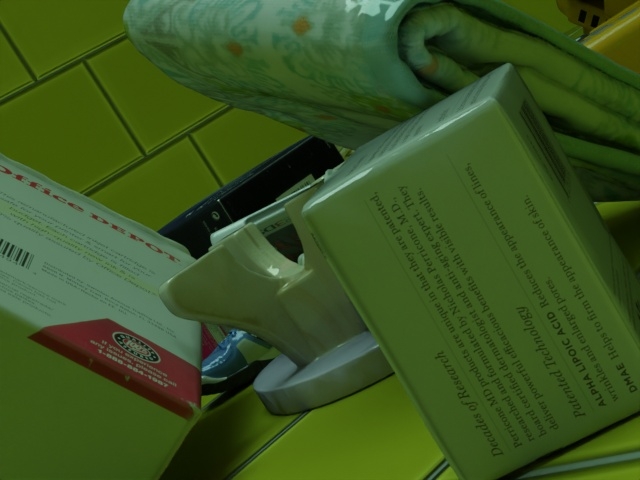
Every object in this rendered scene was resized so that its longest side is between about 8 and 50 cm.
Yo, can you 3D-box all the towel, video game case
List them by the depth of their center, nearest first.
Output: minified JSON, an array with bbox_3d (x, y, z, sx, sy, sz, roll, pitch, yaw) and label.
[{"bbox_3d":[0.079,-0.110,1.041,0.375,0.090,0.321,17,-6,-40],"label":"towel"},{"bbox_3d":[0.000,0.000,1.572,0.183,0.023,0.201,-26,-32,18],"label":"video game case"}]

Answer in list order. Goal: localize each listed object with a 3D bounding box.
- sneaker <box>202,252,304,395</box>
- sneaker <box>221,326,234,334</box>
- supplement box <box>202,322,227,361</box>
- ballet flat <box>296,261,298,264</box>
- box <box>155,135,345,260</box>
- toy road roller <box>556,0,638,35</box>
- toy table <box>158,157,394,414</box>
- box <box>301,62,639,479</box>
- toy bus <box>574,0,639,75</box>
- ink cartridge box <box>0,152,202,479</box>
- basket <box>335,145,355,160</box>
[{"bbox_3d":[-0.065,0.095,1.476,0.211,0.081,0.080,-36,8,-17],"label":"sneaker"},{"bbox_3d":[-0.071,0.064,1.869,0.217,0.079,0.121,-20,7,28],"label":"sneaker"},{"bbox_3d":[-0.205,0.138,1.732,0.111,0.114,0.220,-33,4,8],"label":"supplement box"},{"bbox_3d":[-0.011,0.060,1.575,0.203,0.074,0.074,-35,3,28],"label":"ballet flat"},{"bbox_3d":[-0.121,0.002,2.124,0.294,0.182,0.296,-30,6,42],"label":"box"},{"bbox_3d":[0.484,-0.342,1.922,0.202,0.240,0.329,-34,43,-21],"label":"toy road roller"},{"bbox_3d":[-0.002,0.040,1.201,0.252,0.160,0.274,-37,6,-40],"label":"toy table"},{"bbox_3d":[0.097,0.012,0.761,0.119,0.182,0.181,-29,6,16],"label":"box"},{"bbox_3d":[0.396,-0.233,1.636,0.333,0.108,0.130,-33,6,-1],"label":"toy bus"},{"bbox_3d":[-0.261,0.078,1.220,0.160,0.279,0.384,-59,12,12],"label":"ink cartridge box"},{"bbox_3d":[0.170,-0.277,2.534,0.328,0.266,0.331,-31,4,28],"label":"basket"}]
